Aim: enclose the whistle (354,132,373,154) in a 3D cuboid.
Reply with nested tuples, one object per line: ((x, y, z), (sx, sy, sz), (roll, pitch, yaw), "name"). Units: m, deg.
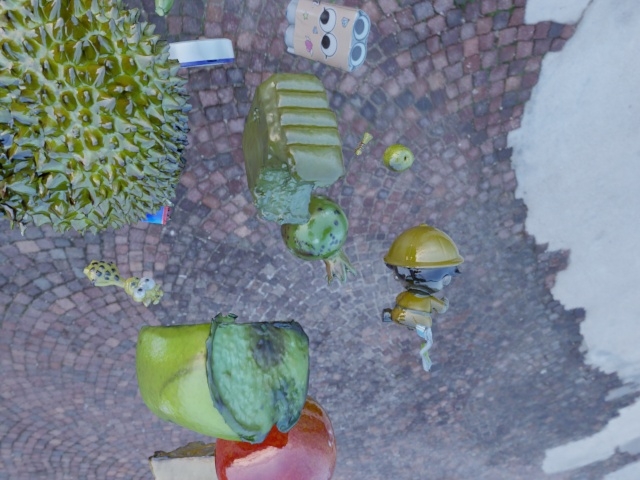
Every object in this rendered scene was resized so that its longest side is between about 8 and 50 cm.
((0.191, -0.450, 2.067), (0.109, 0.057, 0.046), (-56, 153, 0), "whistle")

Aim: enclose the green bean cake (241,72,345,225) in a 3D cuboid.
((-0.063, -0.163, 0.836), (0.124, 0.233, 0.236), (-5, 160, -23), "green bean cake")

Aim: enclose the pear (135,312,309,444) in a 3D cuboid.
((-0.175, 0.193, 0.645), (0.255, 0.164, 0.238), (-6, 167, 25), "pear")

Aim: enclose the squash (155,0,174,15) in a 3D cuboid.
((-0.467, -0.758, 1.331), (0.066, 0.201, 0.066), (1, 160, 1), "squash")

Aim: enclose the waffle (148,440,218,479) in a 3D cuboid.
((-0.200, 0.535, 1.080), (0.348, 0.078, 0.304), (-2, 163, 4), "waffle")

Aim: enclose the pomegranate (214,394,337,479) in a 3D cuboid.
((-0.079, 0.364, 0.811), (0.220, 0.257, 0.221), (-3, 140, -3), "pomegranate")

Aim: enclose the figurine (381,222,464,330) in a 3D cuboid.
((0.242, 0.088, 1.069), (0.192, 0.257, 0.167), (7, 163, 13), "figurine")

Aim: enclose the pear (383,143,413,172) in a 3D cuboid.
((0.344, -0.359, 1.994), (0.104, 0.141, 0.141), (-51, 132, -19), "pear")

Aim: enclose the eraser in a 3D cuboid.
((0.014, -0.639, 1.365), (0.087, 0.290, 0.171), (-22, 133, -39), "eraser")

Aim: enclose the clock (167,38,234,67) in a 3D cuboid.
((-0.413, -0.638, 1.513), (0.230, 0.230, 0.083), (-7, 114, -6), "clock")

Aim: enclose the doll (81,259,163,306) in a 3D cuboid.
((-0.714, 0.152, 1.605), (0.291, 0.117, 0.086), (24, 139, -2), "doll")

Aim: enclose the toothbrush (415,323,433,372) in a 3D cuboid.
((0.191, 0.199, 0.790), (0.026, 0.022, 0.263), (22, 159, 26), "toothbrush")

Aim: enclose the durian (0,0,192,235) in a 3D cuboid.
((-0.274, -0.145, 0.478), (0.258, 0.258, 0.293), (0, 114, -12), "durian")

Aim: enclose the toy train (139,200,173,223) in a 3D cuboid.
((-0.657, -0.131, 1.751), (0.131, 0.204, 0.083), (4, 105, -30), "toy train")

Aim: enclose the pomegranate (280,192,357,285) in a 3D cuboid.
((-0.008, -0.008, 1.406), (0.230, 0.231, 0.286), (-19, 119, 4), "pomegranate")
